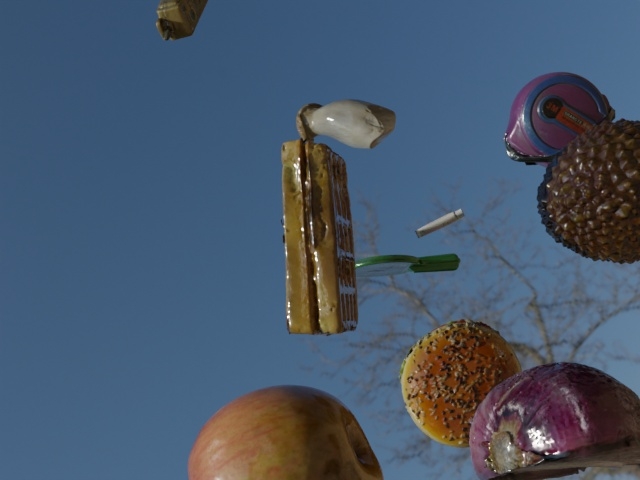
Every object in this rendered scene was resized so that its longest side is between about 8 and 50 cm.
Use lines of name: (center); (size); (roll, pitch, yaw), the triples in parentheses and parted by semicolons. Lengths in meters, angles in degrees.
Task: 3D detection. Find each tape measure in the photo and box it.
tape measure: (0.556, -0.271, 2.099); (0.245, 0.231, 0.149); (-59, 1, 4)

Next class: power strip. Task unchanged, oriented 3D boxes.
power strip: (-0.205, -0.416, 1.448); (0.044, 0.305, 0.064); (-6, -47, 19)

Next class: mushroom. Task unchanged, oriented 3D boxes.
mushroom: (0.051, -0.230, 1.760); (0.088, 0.212, 0.097); (4, -88, -63)

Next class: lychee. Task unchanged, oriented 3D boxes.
lychee: (0.502, -0.079, 1.537); (0.267, 0.267, 0.267); (-30, -35, -24)

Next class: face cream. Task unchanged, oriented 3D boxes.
face cream: (0.262, -0.037, 1.958); (0.115, 0.020, 0.038); (-25, -30, 8)

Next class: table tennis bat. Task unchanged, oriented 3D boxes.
table tennis bat: (0.180, 0.056, 1.940); (0.257, 0.039, 0.160); (-4, -14, -12)

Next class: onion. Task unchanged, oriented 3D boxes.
onion: (0.390, 0.266, 1.327); (0.348, 0.159, 0.267); (5, -23, -29)

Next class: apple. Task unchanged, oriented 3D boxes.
apple: (-0.059, 0.448, 1.702); (0.364, 0.364, 0.364); (-30, -35, -24)

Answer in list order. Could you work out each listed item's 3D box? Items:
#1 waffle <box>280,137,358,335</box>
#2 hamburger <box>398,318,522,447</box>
waffle: (0.000, 0.000, 1.524); (0.098, 0.328, 0.224); (-3, -6, 9)
hamburger: (0.327, 0.331, 2.078); (0.300, 0.300, 0.176); (-44, -17, -2)
